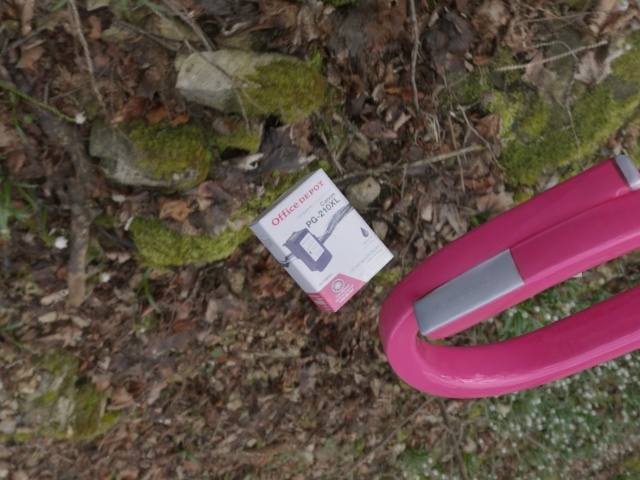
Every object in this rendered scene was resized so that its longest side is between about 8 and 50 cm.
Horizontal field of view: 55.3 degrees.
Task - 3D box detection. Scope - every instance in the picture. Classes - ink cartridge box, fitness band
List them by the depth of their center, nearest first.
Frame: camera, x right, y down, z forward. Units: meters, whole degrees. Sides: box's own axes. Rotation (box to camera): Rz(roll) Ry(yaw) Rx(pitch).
[{"bbox_3d":[0.179,0.039,0.439,0.291,0.054,0.209,-31,142,26],"label":"fitness band"},{"bbox_3d":[0.000,0.000,1.234,0.172,0.100,0.237,-42,99,-15],"label":"ink cartridge box"}]

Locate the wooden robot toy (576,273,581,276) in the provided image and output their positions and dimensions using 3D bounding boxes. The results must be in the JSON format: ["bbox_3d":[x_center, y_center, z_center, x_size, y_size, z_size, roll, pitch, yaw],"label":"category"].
[{"bbox_3d":[0.552,0.050,1.505,0.173,0.076,0.079,10,128,28],"label":"wooden robot toy"}]
